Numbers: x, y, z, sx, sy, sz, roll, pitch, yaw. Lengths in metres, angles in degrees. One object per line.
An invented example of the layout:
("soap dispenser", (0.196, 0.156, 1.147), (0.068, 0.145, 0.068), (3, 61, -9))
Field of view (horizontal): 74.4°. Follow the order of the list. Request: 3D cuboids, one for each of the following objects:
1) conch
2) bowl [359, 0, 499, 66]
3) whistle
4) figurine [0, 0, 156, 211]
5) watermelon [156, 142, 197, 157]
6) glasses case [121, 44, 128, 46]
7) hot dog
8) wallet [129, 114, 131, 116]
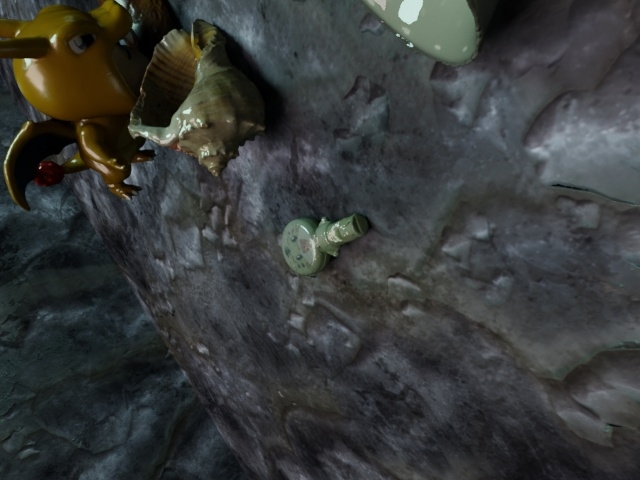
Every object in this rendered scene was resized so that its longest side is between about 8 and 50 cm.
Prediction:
("conch", (-0.240, -0.269, 0.840), (0.186, 0.263, 0.324), (80, -178, -61))
("bowl", (0.081, -0.342, 0.390), (0.157, 0.337, 0.337), (-45, 76, 14))
("whistle", (0.000, 0.000, 0.874), (0.258, 0.067, 0.126), (-23, 85, 50))
("figurine", (-0.509, -0.274, 0.902), (0.268, 0.400, 0.387), (15, 140, 11))
("watermelon", (-0.339, -0.275, 1.059), (0.145, 0.137, 0.192), (-118, 5, -76))
("glasses case", (-0.602, -0.528, 1.227), (0.266, 0.056, 0.105), (23, 156, 39))
("hot dog", (-0.413, -0.494, 0.970), (0.161, 0.099, 0.226), (-17, 104, 54))
("wallet", (-0.615, -0.451, 1.199), (0.223, 0.077, 0.310), (58, 156, -12))
